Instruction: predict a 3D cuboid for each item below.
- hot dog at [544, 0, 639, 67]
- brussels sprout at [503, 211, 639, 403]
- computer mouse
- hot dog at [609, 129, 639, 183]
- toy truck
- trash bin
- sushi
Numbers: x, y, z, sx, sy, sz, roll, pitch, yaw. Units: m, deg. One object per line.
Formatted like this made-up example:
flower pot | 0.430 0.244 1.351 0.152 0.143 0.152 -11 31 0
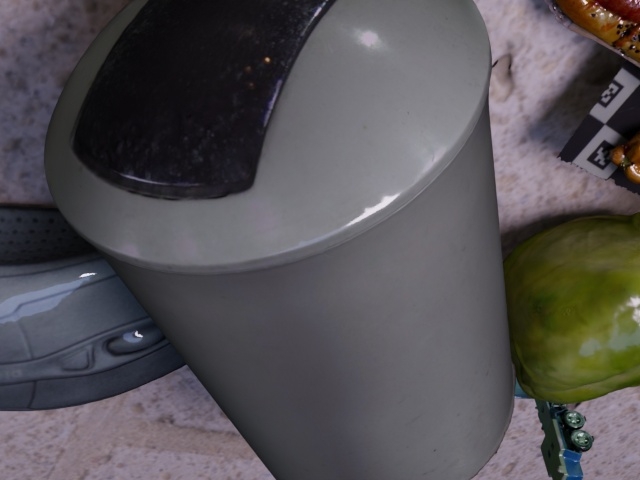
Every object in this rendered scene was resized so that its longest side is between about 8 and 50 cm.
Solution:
hot dog | 0.256 -0.170 0.663 0.191 0.059 0.108 33 119 1
brussels sprout | 0.257 0.053 0.833 0.223 0.223 0.161 -35 92 19
computer mouse | -0.238 0.065 0.782 0.370 0.122 0.188 -5 135 -14
hot dog | 0.308 -0.072 0.758 0.144 0.038 0.062 -3 129 -13
toy truck | 0.225 0.181 0.968 0.081 0.175 0.067 0 134 -6
trash bin | 0.000 0.000 0.665 0.280 0.280 0.432 -18 137 3
sushi | 0.315 -0.137 0.768 0.192 0.050 0.215 19 118 -29
